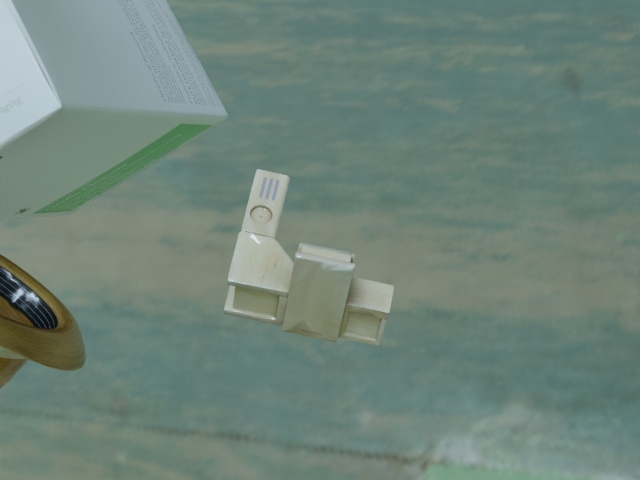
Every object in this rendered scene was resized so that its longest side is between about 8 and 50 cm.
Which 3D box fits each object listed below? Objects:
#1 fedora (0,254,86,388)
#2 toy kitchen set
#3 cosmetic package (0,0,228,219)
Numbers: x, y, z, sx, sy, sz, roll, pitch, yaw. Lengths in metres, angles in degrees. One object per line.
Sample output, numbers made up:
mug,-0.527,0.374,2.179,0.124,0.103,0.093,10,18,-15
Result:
fedora,-0.246,0.049,1.121,0.194,0.194,0.079,35,99,10
toy kitchen set,0.000,0.000,0.893,0.083,0.075,0.068,12,145,0
cosmetic package,-0.244,-0.123,1.431,0.197,0.365,0.155,-29,85,17
